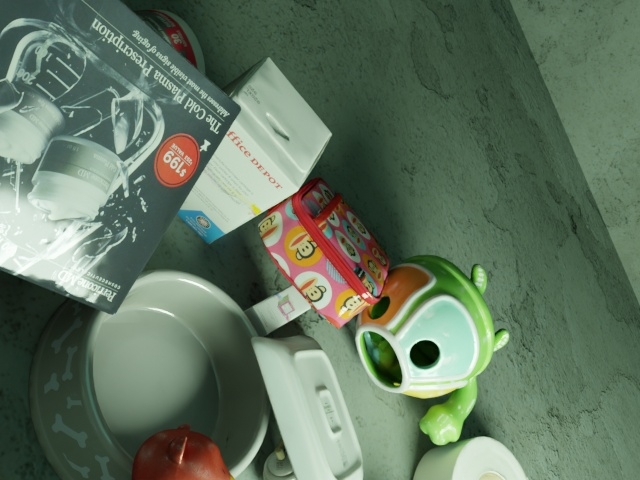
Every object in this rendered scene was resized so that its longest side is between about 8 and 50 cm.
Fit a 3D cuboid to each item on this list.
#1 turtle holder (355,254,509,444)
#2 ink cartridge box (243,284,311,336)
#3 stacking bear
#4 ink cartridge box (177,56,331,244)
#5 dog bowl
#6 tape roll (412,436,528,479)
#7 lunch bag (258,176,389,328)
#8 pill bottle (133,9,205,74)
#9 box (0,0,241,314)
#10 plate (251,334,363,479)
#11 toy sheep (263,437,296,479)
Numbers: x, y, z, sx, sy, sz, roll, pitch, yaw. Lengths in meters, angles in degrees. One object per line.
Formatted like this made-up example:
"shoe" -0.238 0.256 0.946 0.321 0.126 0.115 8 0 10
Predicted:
"turtle holder" 0.187 0.196 1.413 0.227 0.243 0.320 -29 132 -36
"ink cartridge box" -0.087 0.123 1.228 0.122 0.088 0.052 -24 85 -51
"stacking bear" -0.180 0.360 0.859 0.164 0.175 0.289 13 84 0
"ink cartridge box" -0.135 -0.141 1.208 0.171 0.233 0.168 47 42 -19
"dog bowl" -0.212 0.197 1.040 0.349 0.102 0.349 25 51 -37
"tape roll" 0.296 0.520 1.421 0.286 0.100 0.286 25 52 -37
"lunch bag" 0.000 0.000 1.308 0.258 0.120 0.293 50 15 -5
"pill bottle" -0.332 -0.235 1.088 0.318 0.176 0.176 -28 91 -51
"box" -0.316 -0.128 0.863 0.312 0.179 0.343 -59 143 -4
"plate" -0.003 0.274 1.176 0.277 0.045 0.278 26 44 -73
"toy sheep" -0.047 0.353 1.145 0.132 0.091 0.091 67 32 -35
